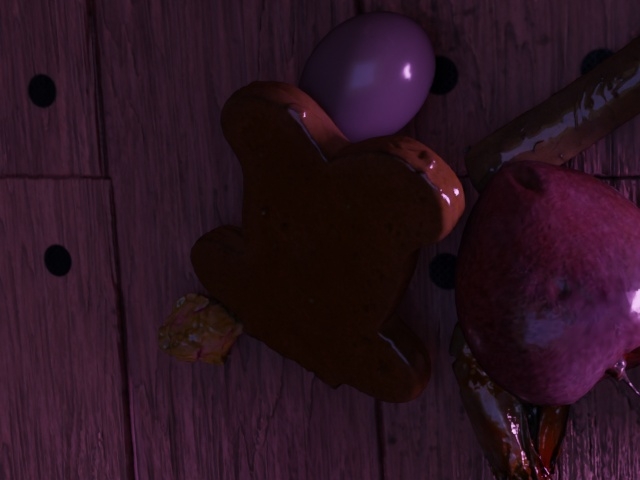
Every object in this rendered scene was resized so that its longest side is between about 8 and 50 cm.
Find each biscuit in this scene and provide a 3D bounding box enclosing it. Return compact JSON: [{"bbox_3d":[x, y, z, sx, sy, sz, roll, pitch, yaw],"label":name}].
[{"bbox_3d":[0.000,0.000,1.510,0.368,0.076,0.394,27,133,25],"label":"biscuit"}]

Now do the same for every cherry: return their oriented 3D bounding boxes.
[{"bbox_3d":[0.274,0.051,1.379,0.261,0.221,0.307,-27,83,-12],"label":"cherry"}]

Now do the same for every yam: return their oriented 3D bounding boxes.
[{"bbox_3d":[0.332,-0.166,1.397,0.371,0.083,0.083,-32,86,24],"label":"yam"}]

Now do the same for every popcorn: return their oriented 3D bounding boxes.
[{"bbox_3d":[-0.164,0.121,1.668,0.109,0.089,0.097,-27,53,17],"label":"popcorn"}]

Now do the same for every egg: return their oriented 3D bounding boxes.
[{"bbox_3d":[0.052,-0.193,1.475,0.199,0.146,0.146,-38,84,34],"label":"egg"}]

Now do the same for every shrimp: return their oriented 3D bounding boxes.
[{"bbox_3d":[0.254,0.211,1.515,0.154,0.062,0.294,-13,93,19],"label":"shrimp"}]
